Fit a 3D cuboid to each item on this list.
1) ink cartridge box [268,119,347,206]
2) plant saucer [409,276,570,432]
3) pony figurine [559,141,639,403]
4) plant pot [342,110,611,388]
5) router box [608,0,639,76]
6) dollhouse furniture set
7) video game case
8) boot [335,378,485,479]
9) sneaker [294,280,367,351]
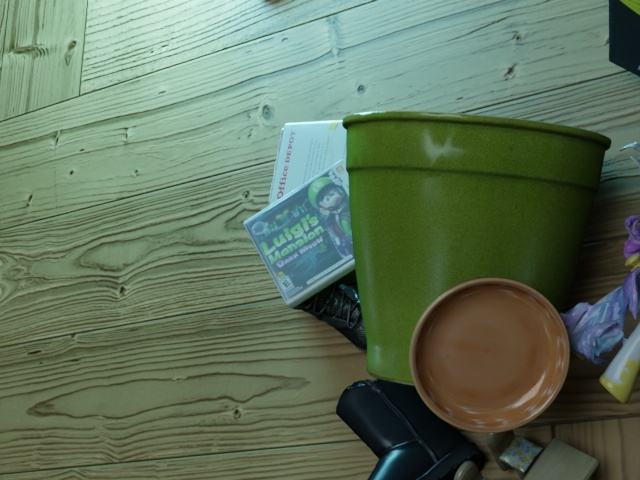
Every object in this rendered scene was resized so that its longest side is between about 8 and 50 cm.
[{"bbox_3d":[0.033,-0.109,1.984,0.212,0.093,0.154,1,74,34],"label":"ink cartridge box"},{"bbox_3d":[0.209,0.141,1.536,0.200,0.037,0.200,0,101,-1],"label":"plant saucer"},{"bbox_3d":[0.472,0.041,1.529,0.351,0.303,0.363,42,98,5],"label":"pony figurine"},{"bbox_3d":[0.196,0.025,1.687,0.366,0.366,0.353,5,89,37],"label":"plant pot"},{"bbox_3d":[0.508,-0.290,1.593,0.081,0.243,0.309,-31,45,-20],"label":"router box"},{"bbox_3d":[0.254,0.349,1.568,0.212,0.161,0.242,24,65,40],"label":"dollhouse furniture set"},{"bbox_3d":[-0.004,-0.013,1.872,0.190,0.022,0.173,-32,57,4],"label":"video game case"},{"bbox_3d":[0.081,0.306,1.757,0.246,0.094,0.207,-31,50,-18],"label":"boot"},{"bbox_3d":[0.025,0.102,1.894,0.227,0.130,0.087,32,96,37],"label":"sneaker"}]
